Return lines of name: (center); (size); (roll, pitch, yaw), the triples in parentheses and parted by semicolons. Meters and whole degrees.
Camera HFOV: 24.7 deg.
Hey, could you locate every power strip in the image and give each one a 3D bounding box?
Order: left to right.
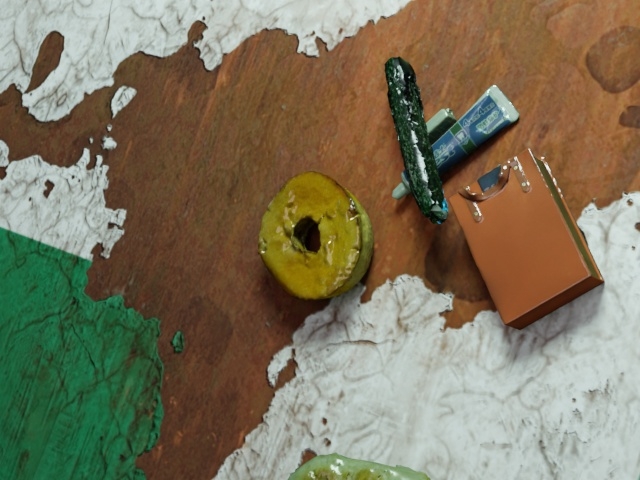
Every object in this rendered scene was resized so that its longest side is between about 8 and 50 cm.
power strip: (0.143, -0.141, 1.914); (0.083, 0.027, 0.017); (-42, 54, 18)

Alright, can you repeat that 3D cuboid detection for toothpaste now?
toothpaste: (0.168, -0.119, 1.888); (0.197, 0.035, 0.057); (-41, 73, 16)

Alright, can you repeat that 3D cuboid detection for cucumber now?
cucumber: (0.121, -0.127, 1.876); (0.044, 0.043, 0.257); (-31, 53, 29)

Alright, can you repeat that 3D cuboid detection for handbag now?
handbag: (0.248, -0.004, 1.785); (0.127, 0.062, 0.190); (-33, 64, 22)

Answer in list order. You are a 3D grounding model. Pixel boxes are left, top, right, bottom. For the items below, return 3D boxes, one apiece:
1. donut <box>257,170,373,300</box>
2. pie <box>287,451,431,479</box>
donut: (0.000, 0.000, 1.948); (0.162, 0.065, 0.178); (-44, 58, 21)
pie: (0.066, 0.427, 1.768); (0.296, 0.078, 0.371); (-28, 64, 25)
